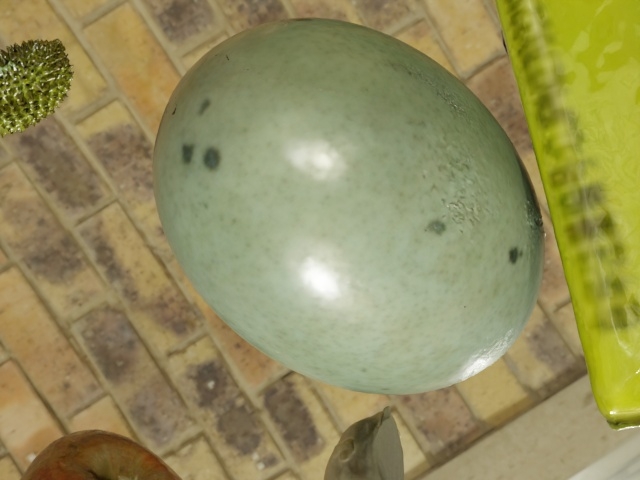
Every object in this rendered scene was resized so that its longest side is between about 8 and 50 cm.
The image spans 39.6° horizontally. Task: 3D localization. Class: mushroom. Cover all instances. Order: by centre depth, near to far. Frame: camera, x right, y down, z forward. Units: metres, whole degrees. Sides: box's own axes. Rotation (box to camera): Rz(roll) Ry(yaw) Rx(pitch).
[{"bbox_3d":[0.042,0.386,1.154,0.097,0.110,0.351,74,-154,-53],"label":"mushroom"}]

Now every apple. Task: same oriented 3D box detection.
[{"bbox_3d":[-0.332,0.453,1.328,0.301,0.302,0.301,58,180,0],"label":"apple"}]

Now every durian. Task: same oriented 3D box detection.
[{"bbox_3d":[-0.529,-0.261,1.514,0.137,0.221,0.095,60,-179,17],"label":"durian"}]

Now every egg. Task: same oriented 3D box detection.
[{"bbox_3d":[0.021,-0.011,0.457,0.236,0.169,0.169,44,-171,-39],"label":"egg"}]

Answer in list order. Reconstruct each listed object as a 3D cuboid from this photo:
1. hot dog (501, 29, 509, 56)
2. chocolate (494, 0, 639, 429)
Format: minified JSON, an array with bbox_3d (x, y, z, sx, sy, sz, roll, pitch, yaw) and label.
[{"bbox_3d":[0.296,-0.233,1.020,0.069,0.253,0.131,11,100,46],"label":"hot dog"},{"bbox_3d":[0.244,-0.079,0.430,0.137,0.289,0.300,41,-142,-69],"label":"chocolate"}]
